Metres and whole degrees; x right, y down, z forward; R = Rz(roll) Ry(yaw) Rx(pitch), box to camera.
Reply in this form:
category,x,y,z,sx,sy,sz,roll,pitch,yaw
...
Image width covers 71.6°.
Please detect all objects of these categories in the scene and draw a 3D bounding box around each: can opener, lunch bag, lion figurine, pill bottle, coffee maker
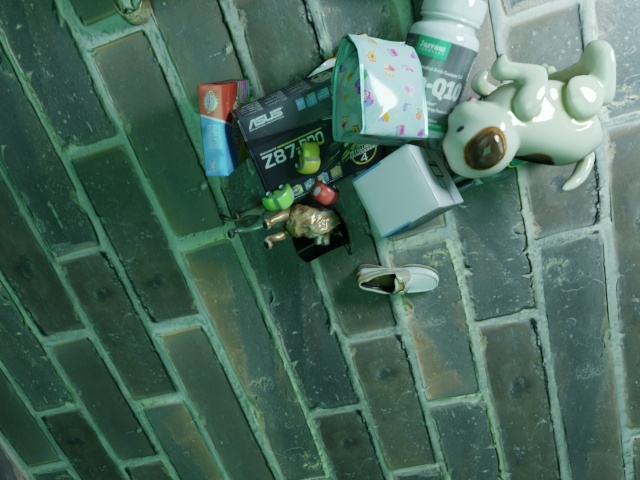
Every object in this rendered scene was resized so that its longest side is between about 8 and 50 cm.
category,x,y,z,sx,sy,sz,roll,pitch,yaw
can opener,0.474,-0.196,1.438,0.280,0.093,0.074,-24,107,19
lunch bag,0.150,-0.387,1.145,0.223,0.160,0.263,-4,93,-28
lion figurine,-0.140,-0.073,1.466,0.392,0.240,0.142,22,128,40
pill bottle,0.324,-0.493,1.264,0.204,0.204,0.362,15,113,-1
coffee maker,0.000,0.000,1.513,0.178,0.171,0.120,-28,124,17

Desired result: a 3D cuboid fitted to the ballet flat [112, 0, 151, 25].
category,x,y,z,sx,sy,sz,roll,pitch,yaw
ballet flat,-0.552,-0.807,1.264,0.123,0.123,0.349,5,112,3

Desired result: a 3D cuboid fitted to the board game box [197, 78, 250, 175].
category,x,y,z,sx,sy,sz,roll,pitch,yaw
board game box,-0.272,-0.345,1.317,0.064,0.317,0.243,2,113,4

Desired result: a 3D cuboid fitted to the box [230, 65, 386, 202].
category,x,y,z,sx,sy,sz,roll,pitch,yaw
box,-0.018,-0.305,1.299,0.394,0.097,0.319,-25,131,-7

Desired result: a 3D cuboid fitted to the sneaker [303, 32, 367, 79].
category,x,y,z,sx,sy,sz,roll,pitch,yaw
sneaker,0.054,-0.501,1.346,0.262,0.099,0.121,-32,110,18

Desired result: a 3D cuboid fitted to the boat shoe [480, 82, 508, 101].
category,x,y,z,sx,sy,sz,roll,pitch,yaw
boat shoe,0.511,-0.399,1.355,0.068,0.072,0.190,40,110,-11

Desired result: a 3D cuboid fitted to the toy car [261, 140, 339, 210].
category,x,y,z,sx,sy,sz,roll,pitch,yaw
toy car,-0.063,-0.147,1.298,0.224,0.053,0.239,-31,134,-3

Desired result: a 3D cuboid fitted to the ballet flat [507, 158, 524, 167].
category,x,y,z,sx,sy,sz,roll,pitch,yaw
ballet flat,0.647,-0.280,1.381,0.230,0.077,0.077,-16,113,-20

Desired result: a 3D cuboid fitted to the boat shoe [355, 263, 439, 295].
category,x,y,z,sx,sy,sz,roll,pitch,yaw
boat shoe,0.275,0.150,1.584,0.301,0.103,0.113,0,112,5

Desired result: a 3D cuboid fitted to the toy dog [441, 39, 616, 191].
category,x,y,z,sx,sy,sz,roll,pitch,yaw
toy dog,0.525,-0.304,1.213,0.407,0.284,0.396,-17,106,-7

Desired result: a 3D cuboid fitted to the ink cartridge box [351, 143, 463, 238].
category,x,y,z,sx,sy,sz,roll,pitch,yaw
ink cartridge box,0.268,-0.146,1.329,0.198,0.270,0.197,-31,80,30
